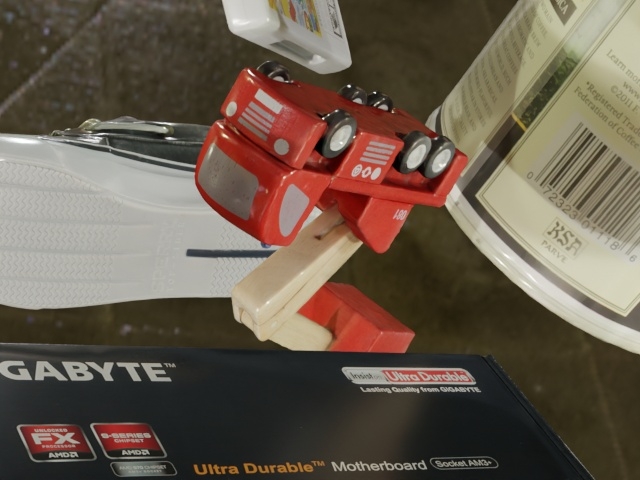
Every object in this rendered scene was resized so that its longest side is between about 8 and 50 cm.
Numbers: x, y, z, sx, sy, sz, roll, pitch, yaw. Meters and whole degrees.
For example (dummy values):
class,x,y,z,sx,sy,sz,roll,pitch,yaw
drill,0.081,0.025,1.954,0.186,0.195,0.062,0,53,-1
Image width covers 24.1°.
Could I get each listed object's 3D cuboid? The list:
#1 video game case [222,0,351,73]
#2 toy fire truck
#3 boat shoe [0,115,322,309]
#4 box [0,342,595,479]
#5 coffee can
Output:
class,x,y,z,sx,sy,sz,roll,pitch,yaw
video game case,-0.039,-0.214,0.844,0.026,0.206,0.227,-14,87,12
toy fire truck,0.000,0.000,0.666,0.047,0.135,0.192,38,16,27
boat shoe,-0.150,-0.027,1.060,0.335,0.121,0.119,7,32,-22
box,-0.003,0.099,0.419,0.220,0.051,0.175,5,30,-32
coffee can,0.207,-0.104,0.761,0.201,0.275,0.201,25,32,-18
